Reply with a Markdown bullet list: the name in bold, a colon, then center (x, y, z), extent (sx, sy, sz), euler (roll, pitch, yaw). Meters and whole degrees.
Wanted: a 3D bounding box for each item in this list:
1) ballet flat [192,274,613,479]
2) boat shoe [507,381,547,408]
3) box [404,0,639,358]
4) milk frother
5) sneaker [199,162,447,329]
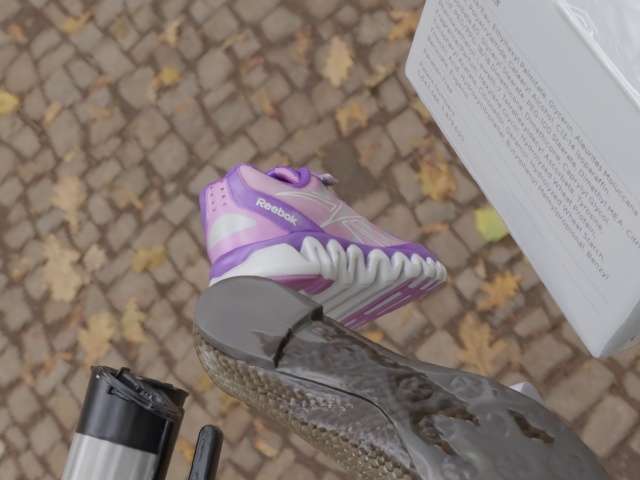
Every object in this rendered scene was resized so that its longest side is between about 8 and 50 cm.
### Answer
- **ballet flat**: center (0.036, 0.095, 0.706), extent (0.249, 0.058, 0.084), euler (27, 47, 25)
- **boat shoe**: center (0.076, 0.228, 1.004), extent (0.156, 0.136, 0.367), euler (-20, 21, 21)
- **box**: center (0.164, -0.071, 0.624), extent (0.180, 0.119, 0.182), euler (-16, 57, -23)
- **milk frother**: center (-0.158, 0.169, 1.106), extent (0.129, 0.143, 0.135), euler (8, 78, 31)
- **sneaker**: center (0.000, 0.000, 0.960), extent (0.095, 0.236, 0.105), euler (-33, 68, 26)
